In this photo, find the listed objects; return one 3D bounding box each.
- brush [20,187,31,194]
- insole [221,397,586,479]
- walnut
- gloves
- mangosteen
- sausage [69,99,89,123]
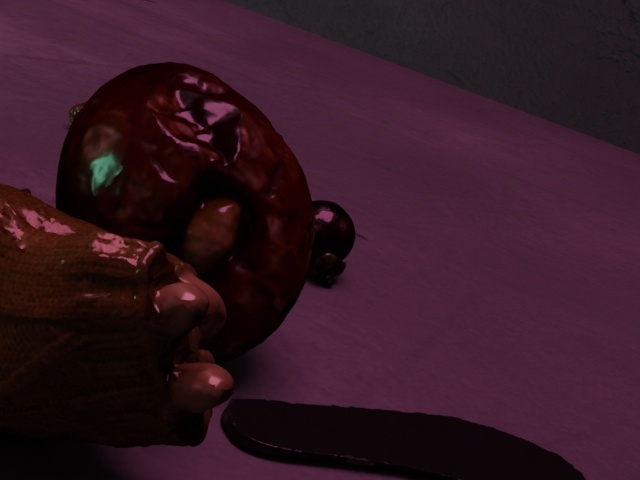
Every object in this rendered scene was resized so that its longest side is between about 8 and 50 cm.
[{"bbox_3d":[-0.306,-0.012,1.015,0.027,0.034,0.190,6,16,14],"label":"brush"},{"bbox_3d":[0.071,0.163,0.912,0.309,0.012,0.110,11,21,-23],"label":"insole"},{"bbox_3d":[-0.136,-0.018,0.968,0.222,0.244,0.269,54,-3,-23],"label":"walnut"},{"bbox_3d":[-0.201,0.046,0.750,0.356,0.155,0.203,11,5,30],"label":"gloves"},{"bbox_3d":[-0.001,-0.002,1.213,0.081,0.081,0.081,17,18,-6],"label":"mangosteen"},{"bbox_3d":[-0.278,-0.168,1.480,0.042,0.036,0.158,52,15,-11],"label":"sausage"}]
